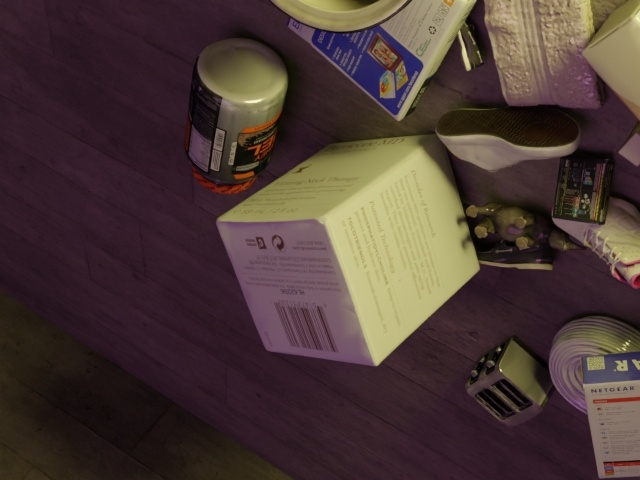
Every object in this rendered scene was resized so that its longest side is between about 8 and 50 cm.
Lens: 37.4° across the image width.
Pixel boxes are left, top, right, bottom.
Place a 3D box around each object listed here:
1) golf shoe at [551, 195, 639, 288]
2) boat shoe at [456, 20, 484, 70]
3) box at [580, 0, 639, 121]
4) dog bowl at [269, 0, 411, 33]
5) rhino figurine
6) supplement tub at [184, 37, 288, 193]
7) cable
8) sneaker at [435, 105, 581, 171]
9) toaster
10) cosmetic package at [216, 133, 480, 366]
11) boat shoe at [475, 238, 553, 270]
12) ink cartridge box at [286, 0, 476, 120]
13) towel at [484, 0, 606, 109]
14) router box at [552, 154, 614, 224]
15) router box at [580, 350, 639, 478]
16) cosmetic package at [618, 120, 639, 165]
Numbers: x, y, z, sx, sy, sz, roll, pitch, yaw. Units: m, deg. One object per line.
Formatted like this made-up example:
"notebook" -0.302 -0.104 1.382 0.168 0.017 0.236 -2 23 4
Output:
"golf shoe" 0.563 0.007 1.763 0.306 0.140 0.115 23 143 26
"boat shoe" 0.266 -0.372 1.718 0.038 0.046 0.125 -18 105 4
"box" 0.572 -0.241 1.478 0.311 0.148 0.121 47 145 -6
"dog bowl" 0.049 -0.557 1.547 0.407 0.150 0.408 16 121 29
"rhino figurine" 0.420 -0.022 1.903 0.243 0.106 0.073 19 108 30
"supplement tub" -0.196 -0.268 2.121 0.207 0.207 0.338 34 145 11
"cable" 0.617 0.280 2.050 0.257 0.089 0.257 -12 120 49
"sneaker" 0.368 -0.186 1.790 0.290 0.106 0.123 12 153 40
"toaster" 0.458 0.343 2.253 0.185 0.110 0.168 41 146 -1
"cosmetic package" 0.064 0.010 1.974 0.329 0.393 0.328 0 117 44
"boat shoe" 0.408 0.027 2.019 0.206 0.075 0.065 5 89 48
"ink cartridge box" 0.104 -0.425 1.747 0.307 0.072 0.304 44 142 13
"towel" 0.382 -0.348 1.625 0.187 0.049 0.282 10 135 38
"router box" 0.487 -0.095 1.754 0.092 0.038 0.123 11 97 37
"router box" 0.718 0.353 1.926 0.335 0.082 0.301 -7 127 17
"cosmetic package" 0.550 -0.184 1.585 0.041 0.115 0.060 37 145 6
